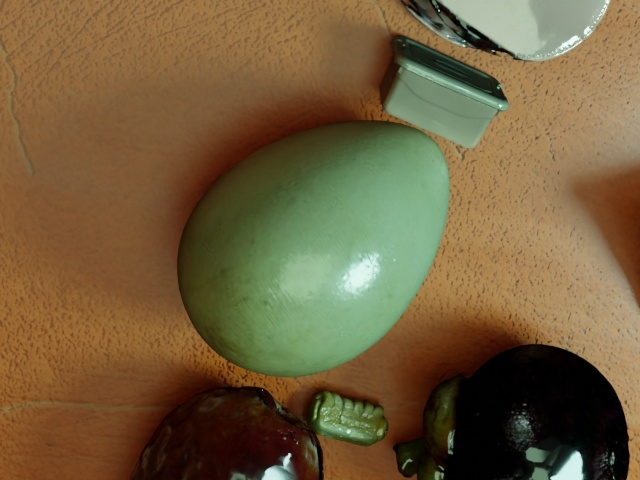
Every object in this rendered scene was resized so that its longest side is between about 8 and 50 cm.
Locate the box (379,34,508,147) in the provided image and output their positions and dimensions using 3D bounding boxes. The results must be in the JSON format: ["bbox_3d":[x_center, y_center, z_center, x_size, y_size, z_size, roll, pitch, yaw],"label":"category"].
[{"bbox_3d":[0.117,-0.145,1.678,0.122,0.089,0.062,24,110,-11],"label":"box"}]

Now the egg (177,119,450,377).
[{"bbox_3d":[0.000,0.000,1.635,0.295,0.218,0.218,-41,106,-12],"label":"egg"}]

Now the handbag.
[{"bbox_3d":[0.171,-0.267,1.636,0.205,0.116,0.179,33,99,-14],"label":"handbag"}]

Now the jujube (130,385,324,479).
[{"bbox_3d":[-0.103,0.262,1.708,0.183,0.183,0.243,30,100,-13],"label":"jujube"}]

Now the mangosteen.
[{"bbox_3d":[0.188,0.211,1.731,0.250,0.211,0.211,-2,107,26],"label":"mangosteen"}]

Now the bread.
[{"bbox_3d":[0.028,0.186,1.777,0.088,0.034,0.049,13,88,-14],"label":"bread"}]
